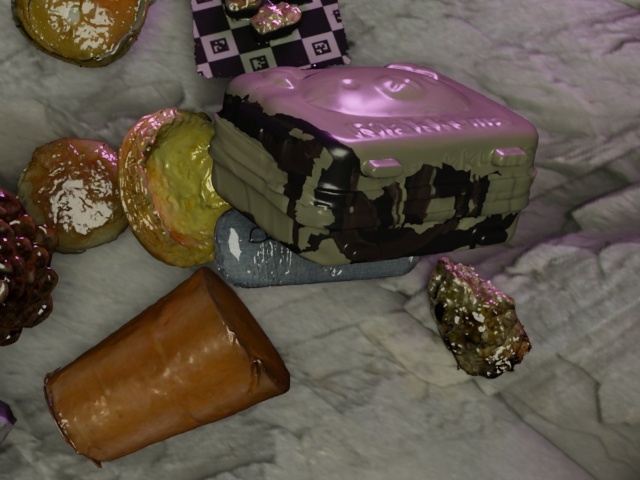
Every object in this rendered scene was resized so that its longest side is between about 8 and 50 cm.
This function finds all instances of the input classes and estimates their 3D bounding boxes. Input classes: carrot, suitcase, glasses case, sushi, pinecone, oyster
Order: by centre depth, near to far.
[{"bbox_3d":[0.045,-0.117,1.839,0.351,0.339,0.194,-6,117,-35],"label":"suitcase"},{"bbox_3d":[-0.440,0.032,1.847,0.224,0.272,0.224,-14,112,-37],"label":"pinecone"},{"bbox_3d":[-0.189,0.174,1.912,0.254,0.196,0.196,-33,94,5],"label":"carrot"},{"bbox_3d":[-0.070,-0.305,1.919,0.192,0.040,0.210,-7,62,-4],"label":"sushi"},{"bbox_3d":[0.000,0.000,1.940,0.282,0.067,0.109,-3,93,-23],"label":"glasses case"},{"bbox_3d":[0.201,0.097,1.997,0.105,0.056,0.177,-24,98,4],"label":"oyster"}]

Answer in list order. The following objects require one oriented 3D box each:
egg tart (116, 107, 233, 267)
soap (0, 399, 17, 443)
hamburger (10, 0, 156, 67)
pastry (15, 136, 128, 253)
[{"bbox_3d":[-0.180,-0.064,1.915,0.212,0.090,0.212,10,76,-48],"label":"egg tart"},{"bbox_3d":[-0.634,0.230,1.858,0.435,0.213,0.350,34,92,-5],"label":"soap"},{"bbox_3d":[-0.291,-0.297,1.924,0.185,0.113,0.177,-6,86,-12],"label":"hamburger"},{"bbox_3d":[-0.306,-0.058,1.938,0.153,0.081,0.153,0,92,0],"label":"pastry"}]
